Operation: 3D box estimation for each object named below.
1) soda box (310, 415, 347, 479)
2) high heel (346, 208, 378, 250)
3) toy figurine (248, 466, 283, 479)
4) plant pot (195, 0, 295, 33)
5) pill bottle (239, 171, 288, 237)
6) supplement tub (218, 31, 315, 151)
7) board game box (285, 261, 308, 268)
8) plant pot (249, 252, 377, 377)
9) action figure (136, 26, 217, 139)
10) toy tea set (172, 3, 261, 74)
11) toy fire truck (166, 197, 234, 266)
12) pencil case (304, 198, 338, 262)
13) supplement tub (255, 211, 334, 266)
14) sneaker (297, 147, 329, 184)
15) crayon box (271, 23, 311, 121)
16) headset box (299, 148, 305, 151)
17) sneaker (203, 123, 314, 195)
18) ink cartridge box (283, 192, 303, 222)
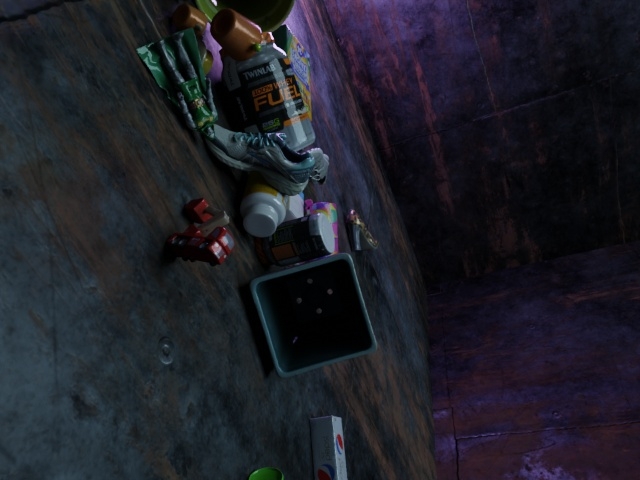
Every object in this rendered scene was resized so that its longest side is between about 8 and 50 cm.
[{"bbox_3d":[0.024,0.585,1.322,0.074,0.069,0.216,44,36,-58],"label":"soda box"},{"bbox_3d":[0.199,-0.048,2.265,0.261,0.093,0.186,-1,83,-62],"label":"high heel"},{"bbox_3d":[-0.100,0.564,0.968,0.173,0.130,0.159,-134,-141,-78],"label":"toy figurine"},{"bbox_3d":[-0.225,-0.759,1.395,0.276,0.276,0.253,52,18,-50],"label":"plant pot"},{"bbox_3d":[-0.143,-0.111,1.296,0.214,0.117,0.117,-85,153,-46],"label":"pill bottle"},{"bbox_3d":[-0.150,-0.390,1.371,0.193,0.194,0.315,-59,131,-65],"label":"supplement tub"},{"bbox_3d":[-0.062,0.038,1.530,0.193,0.045,0.146,-40,114,-70],"label":"board game box"},{"bbox_3d":[-0.015,0.165,1.280,0.252,0.247,0.247,-87,160,-84],"label":"plant pot"},{"bbox_3d":[-0.285,-0.329,1.090,0.063,0.137,0.232,25,-37,52],"label":"action figure"},{"bbox_3d":[-0.254,-0.534,1.187,0.124,0.200,0.335,17,55,-60],"label":"toy tea set"},{"bbox_3d":[-0.223,-0.021,0.966,0.135,0.192,0.047,-53,131,-31],"label":"toy fire truck"},{"bbox_3d":[0.000,0.000,1.464,0.104,0.105,0.236,12,72,-69],"label":"pencil case"},{"bbox_3d":[-0.067,0.002,1.313,0.117,0.191,0.116,-14,90,-71],"label":"supplement tub"},{"bbox_3d":[-0.026,-0.259,1.772,0.281,0.105,0.115,-3,86,-68],"label":"sneaker"},{"bbox_3d":[-0.106,-0.543,1.722,0.203,0.083,0.322,25,62,-67],"label":"crayon box"},{"bbox_3d":[-0.095,-0.329,1.675,0.062,0.083,0.032,-49,158,-68],"label":"headset box"},{"bbox_3d":[-0.143,-0.228,1.219,0.283,0.122,0.110,24,40,-16],"label":"sneaker"},{"bbox_3d":[-0.107,-0.092,1.424,0.090,0.092,0.143,54,27,-48],"label":"ink cartridge box"}]
